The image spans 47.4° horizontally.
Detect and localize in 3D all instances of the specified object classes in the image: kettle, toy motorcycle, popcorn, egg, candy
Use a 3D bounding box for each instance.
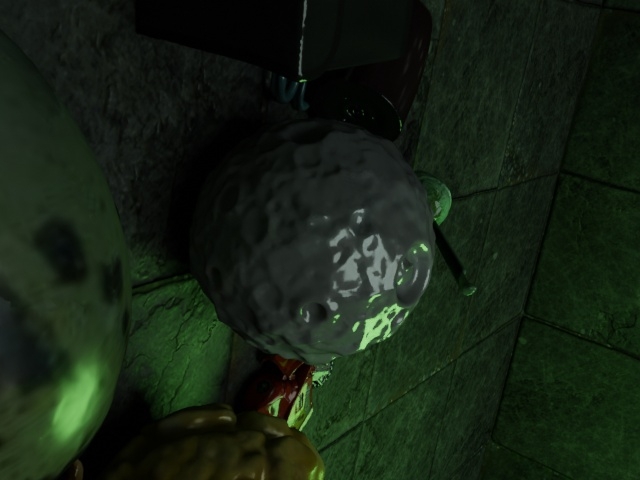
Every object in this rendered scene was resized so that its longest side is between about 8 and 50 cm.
[{"bbox_3d":[0.081,-0.292,1.124,0.202,0.144,0.232,49,53,-39],"label":"kettle"},{"bbox_3d":[-0.080,0.286,1.243,0.298,0.089,0.171,-55,145,-21],"label":"toy motorcycle"},{"bbox_3d":[-0.164,0.408,0.981,0.390,0.354,0.344,-4,154,-22],"label":"popcorn"},{"bbox_3d":[-0.311,0.018,0.495,0.345,0.345,0.428,-36,128,-42],"label":"egg"},{"bbox_3d":[0.201,-0.013,1.279,0.440,0.119,0.119,-97,-170,-65],"label":"candy"}]

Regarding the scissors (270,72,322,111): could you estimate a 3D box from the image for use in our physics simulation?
[{"bbox_3d":[-0.003,-0.331,1.050,0.138,0.041,0.289,-1,109,-65],"label":"scissors"}]

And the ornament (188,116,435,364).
[{"bbox_3d":[0.000,0.000,0.992,0.337,0.337,0.337,-33,134,-44],"label":"ornament"}]

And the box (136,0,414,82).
[{"bbox_3d":[-0.042,-0.373,0.771,0.204,0.251,0.345,-25,129,-49],"label":"box"}]

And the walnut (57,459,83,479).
[{"bbox_3d":[-0.366,0.316,0.824,0.167,0.087,0.211,18,95,-65],"label":"walnut"}]
